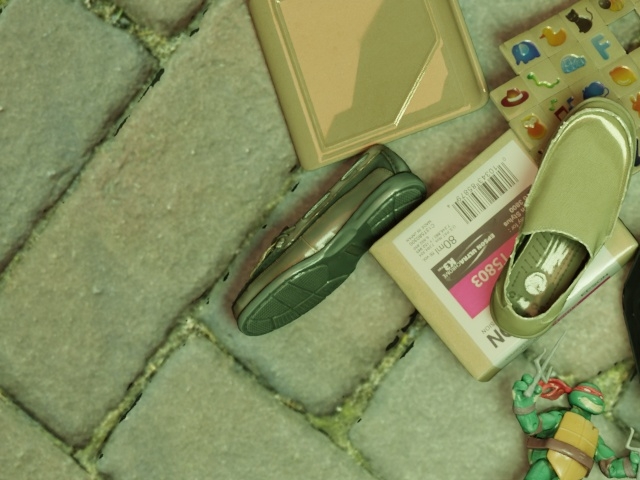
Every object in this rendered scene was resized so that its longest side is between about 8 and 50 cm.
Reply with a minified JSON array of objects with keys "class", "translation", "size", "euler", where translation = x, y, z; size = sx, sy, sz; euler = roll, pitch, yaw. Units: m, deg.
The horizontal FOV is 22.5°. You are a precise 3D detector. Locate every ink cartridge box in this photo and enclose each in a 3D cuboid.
[{"class":"ink cartridge box","translation":[0.204,0.010,1.770],"size":[0.235,0.088,0.193],"euler":[-41,78,6]}]

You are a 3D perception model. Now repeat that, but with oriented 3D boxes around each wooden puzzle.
[{"class":"wooden puzzle","translation":[0.055,-0.218,1.846],"size":[0.239,0.044,0.221],"euler":[-20,83,16]}]

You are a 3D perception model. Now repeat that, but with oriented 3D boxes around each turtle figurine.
[{"class":"turtle figurine","translation":[0.270,0.227,1.722],"size":[0.175,0.118,0.234],"euler":[21,70,3]}]

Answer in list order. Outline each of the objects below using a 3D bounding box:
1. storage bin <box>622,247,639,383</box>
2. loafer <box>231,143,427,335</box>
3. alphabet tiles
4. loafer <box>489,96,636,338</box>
[{"class":"storage bin","translation":[0.380,0.094,1.664],"size":[0.084,0.122,0.180],"euler":[-1,53,-8]},{"class":"loafer","translation":[0.000,0.000,1.826],"size":[0.267,0.096,0.084],"euler":[-40,59,9]},{"class":"alphabet tiles","translation":[0.312,-0.168,1.747],"size":[0.237,0.009,0.198],"euler":[-30,77,-12]},{"class":"loafer","translation":[0.257,-0.019,1.661],"size":[0.102,0.092,0.268],"euler":[20,94,1]}]
